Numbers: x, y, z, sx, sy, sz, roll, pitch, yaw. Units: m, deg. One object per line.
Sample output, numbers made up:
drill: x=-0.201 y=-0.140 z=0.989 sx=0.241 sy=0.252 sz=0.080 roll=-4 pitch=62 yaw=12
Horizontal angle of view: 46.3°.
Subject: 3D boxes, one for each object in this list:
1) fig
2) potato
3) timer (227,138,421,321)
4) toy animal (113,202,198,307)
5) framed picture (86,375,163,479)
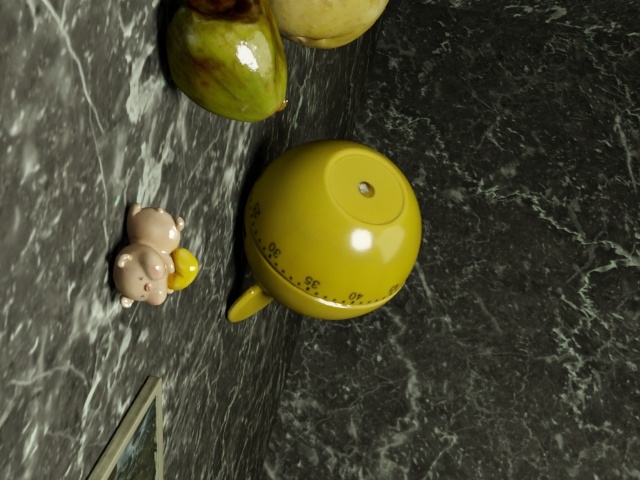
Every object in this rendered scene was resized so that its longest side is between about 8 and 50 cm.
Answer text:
fig: x=-0.106 y=-0.216 z=0.878 sx=0.144 sy=0.154 sz=0.166 roll=-35 pitch=111 yaw=-22
potato: x=0.001 y=-0.412 z=1.174 sx=0.285 sy=0.242 sz=0.243 roll=21 pitch=80 yaw=-76
timer: x=0.000 y=0.000 z=1.435 sx=0.387 sy=0.376 sz=0.376 roll=-52 pitch=-164 yaw=49
toy animal: x=-0.190 y=0.024 z=0.836 sx=0.082 sy=0.091 sz=0.114 roll=-36 pitch=140 yaw=-59
framed picture: x=-0.272 y=0.364 z=0.962 sx=0.324 sy=0.020 sz=0.241 roll=-68 pitch=168 yaw=-57
